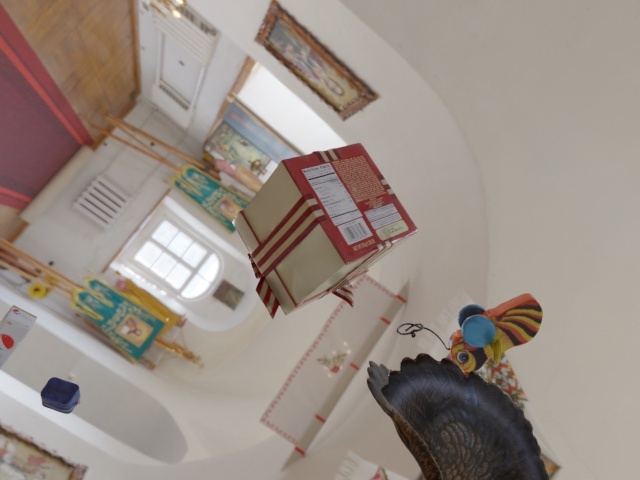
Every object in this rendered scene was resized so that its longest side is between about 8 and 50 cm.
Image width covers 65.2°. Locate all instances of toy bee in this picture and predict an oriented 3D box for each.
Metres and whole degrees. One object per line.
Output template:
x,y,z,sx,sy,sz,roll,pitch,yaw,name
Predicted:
0.351,0.227,1.123,0.298,0.162,0.195,-13,-170,33,toy bee

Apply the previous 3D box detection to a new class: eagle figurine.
0.151,0.279,0.564,0.226,0.225,0.299,-15,-112,35,eagle figurine

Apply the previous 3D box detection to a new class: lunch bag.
-0.701,0.424,1.358,0.067,0.098,0.065,-70,-178,-48,lunch bag

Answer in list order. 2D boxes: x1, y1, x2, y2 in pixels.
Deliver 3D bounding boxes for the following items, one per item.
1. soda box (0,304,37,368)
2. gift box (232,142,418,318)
-0.878,0.285,1.379,0.216,0.074,0.069,-48,-156,13,soda box
0.000,0.000,0.985,0.255,0.277,0.258,-15,163,-40,gift box
